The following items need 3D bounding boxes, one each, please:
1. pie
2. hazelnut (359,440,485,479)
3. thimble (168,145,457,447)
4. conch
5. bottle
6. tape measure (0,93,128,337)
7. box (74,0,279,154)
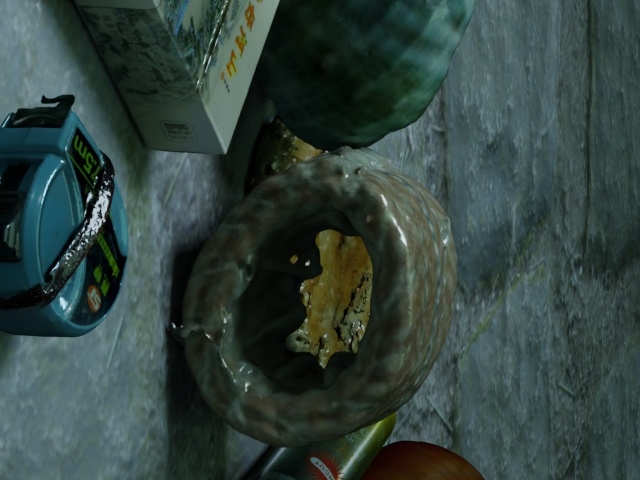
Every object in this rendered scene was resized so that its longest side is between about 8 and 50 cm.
[{"bbox_3d":[0.000,0.000,1.784,0.274,0.055,0.274,-1,90,-67],"label":"pie"},{"bbox_3d":[0.097,0.316,1.888,0.217,0.217,0.252,-57,153,-53],"label":"hazelnut"},{"bbox_3d":[0.003,0.048,1.571,0.229,0.196,0.148,-54,170,15],"label":"thimble"},{"bbox_3d":[0.020,-0.221,1.604,0.277,0.220,0.195,59,-5,-27],"label":"conch"},{"bbox_3d":[-0.014,0.208,1.739,0.286,0.082,0.082,-46,136,-60],"label":"bottle"},{"bbox_3d":[-0.173,-0.003,1.269,0.125,0.081,0.146,68,33,-45],"label":"tape measure"},{"bbox_3d":[-0.110,-0.203,1.419,0.256,0.069,0.164,67,33,-51],"label":"box"}]
